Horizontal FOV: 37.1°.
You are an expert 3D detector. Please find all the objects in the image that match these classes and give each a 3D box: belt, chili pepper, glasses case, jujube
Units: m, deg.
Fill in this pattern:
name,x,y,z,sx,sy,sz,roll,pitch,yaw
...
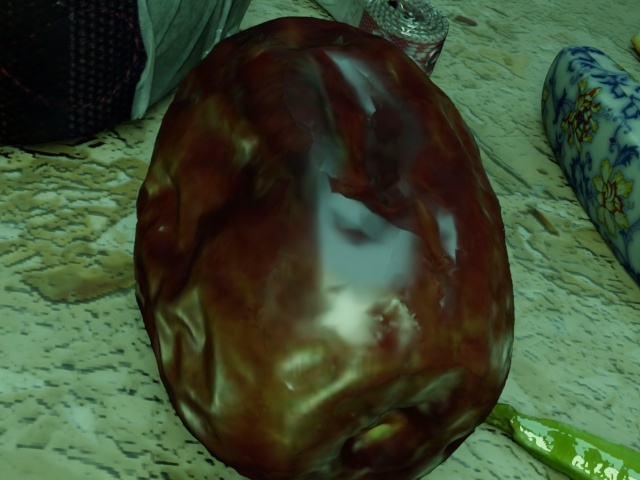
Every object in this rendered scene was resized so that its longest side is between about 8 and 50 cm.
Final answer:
name,x,y,z,sx,sy,sz,roll,pitch,yaw
belt,0.017,-0.220,0.816,0.071,0.053,0.232,-20,54,-35
belt,-0.153,-0.195,0.640,0.184,0.164,0.289,21,39,16
chili pepper,0.182,0.130,0.494,0.208,0.043,0.049,19,53,2
glasses case,0.221,-0.047,0.671,0.065,0.087,0.248,-7,46,-10
jujube,0.000,0.000,0.464,0.183,0.183,0.243,-2,42,-22

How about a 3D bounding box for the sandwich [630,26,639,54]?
name,x,y,z,sx,sy,sz,roll,pitch,yaw
sandwich,0.368,-0.167,0.847,0.186,0.108,0.220,40,47,24
